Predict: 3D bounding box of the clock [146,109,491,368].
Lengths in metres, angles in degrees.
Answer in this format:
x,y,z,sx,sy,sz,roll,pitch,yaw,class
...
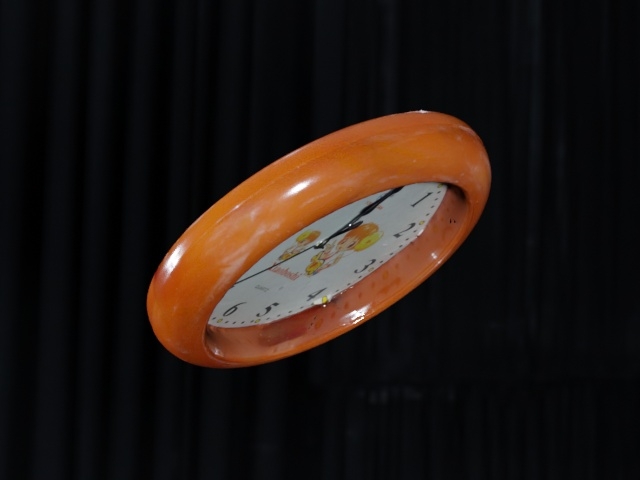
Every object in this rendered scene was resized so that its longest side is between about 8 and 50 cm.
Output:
x,y,z,sx,sy,sz,roll,pitch,yaw,class
0.000,0.000,0.989,0.205,0.051,0.205,-26,158,-11,clock
